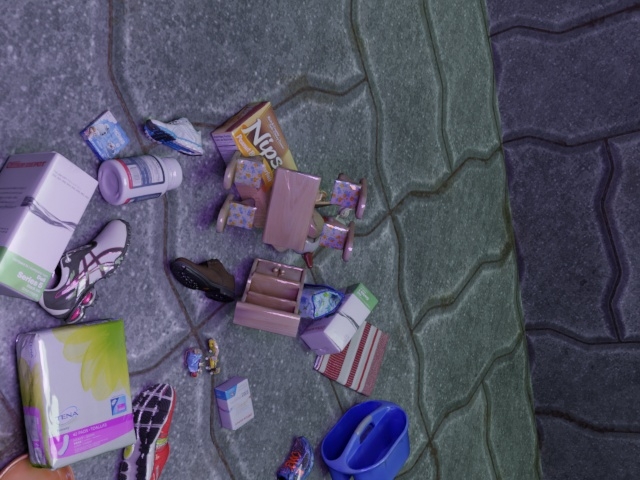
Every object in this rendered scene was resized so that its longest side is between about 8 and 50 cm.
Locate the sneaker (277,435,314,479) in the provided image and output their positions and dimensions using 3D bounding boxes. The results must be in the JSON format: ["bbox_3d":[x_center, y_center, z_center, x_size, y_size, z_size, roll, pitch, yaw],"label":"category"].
[{"bbox_3d":[-0.085,0.717,2.135,0.087,0.083,0.221,31,64,-39],"label":"sneaker"}]

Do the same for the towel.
[{"bbox_3d":[0.111,0.386,2.391,0.329,0.037,0.237,36,67,-44],"label":"towel"}]

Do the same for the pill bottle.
[{"bbox_3d":[-0.425,-0.149,1.641,0.180,0.108,0.108,-17,105,-49],"label":"pill bottle"}]

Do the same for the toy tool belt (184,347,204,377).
[{"bbox_3d":[-0.333,0.326,1.822,0.052,0.051,0.083,0,91,-14],"label":"toy tool belt"}]

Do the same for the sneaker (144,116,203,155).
[{"bbox_3d":[-0.370,-0.279,1.743,0.190,0.071,0.083,24,67,-58],"label":"sneaker"}]

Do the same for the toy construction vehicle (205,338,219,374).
[{"bbox_3d":[-0.287,0.316,1.867,0.086,0.035,0.098,66,22,-85],"label":"toy construction vehicle"}]

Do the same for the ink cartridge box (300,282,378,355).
[{"bbox_3d":[0.058,0.251,2.191,0.092,0.160,0.219,48,59,-12],"label":"ink cartridge box"}]

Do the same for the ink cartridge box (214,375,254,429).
[{"bbox_3d":[-0.242,0.459,1.945,0.088,0.052,0.123,-24,109,-47],"label":"ink cartridge box"}]

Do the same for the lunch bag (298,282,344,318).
[{"bbox_3d":[-0.019,0.183,2.143,0.151,0.128,0.096,-12,101,-48],"label":"lunch bag"}]

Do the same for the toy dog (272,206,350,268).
[{"bbox_3d":[0.000,0.000,2.119,0.333,0.220,0.161,-14,80,-40],"label":"toy dog"}]

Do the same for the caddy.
[{"bbox_3d":[0.156,0.675,2.302,0.341,0.241,0.179,-40,126,-43],"label":"caddy"}]

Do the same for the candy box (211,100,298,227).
[{"bbox_3d":[-0.167,-0.214,1.969,0.183,0.087,0.316,-49,127,-39],"label":"candy box"}]

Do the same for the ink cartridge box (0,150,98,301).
[{"bbox_3d":[-0.592,-0.031,1.371,0.115,0.198,0.273,42,61,-44],"label":"ink cartridge box"}]

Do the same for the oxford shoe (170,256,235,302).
[{"bbox_3d":[-0.311,0.085,1.830,0.227,0.082,0.096,38,51,-51],"label":"oxford shoe"}]

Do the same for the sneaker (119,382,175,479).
[{"bbox_3d":[-0.420,0.492,1.717,0.118,0.107,0.279,38,65,-66],"label":"sneaker"}]

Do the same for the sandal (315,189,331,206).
[{"bbox_3d":[-0.034,-0.131,2.010,0.240,0.088,0.079,-14,91,-49],"label":"sandal"}]

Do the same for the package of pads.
[{"bbox_3d":[-0.537,0.332,1.515,0.229,0.101,0.297,-4,86,-52],"label":"package of pads"}]

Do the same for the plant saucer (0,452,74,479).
[{"bbox_3d":[-0.629,0.553,1.488,0.200,0.037,0.200,-6,97,-50],"label":"plant saucer"}]

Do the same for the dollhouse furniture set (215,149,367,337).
[{"bbox_3d":[-0.098,0.011,1.817,0.256,0.362,0.394,-81,-176,-62],"label":"dollhouse furniture set"}]

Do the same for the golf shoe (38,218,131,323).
[{"bbox_3d":[-0.524,0.049,1.540,0.120,0.105,0.273,45,58,-34],"label":"golf shoe"}]

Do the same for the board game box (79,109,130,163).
[{"bbox_3d":[-0.502,-0.241,1.610,0.090,0.020,0.090,-56,131,-34],"label":"board game box"}]
